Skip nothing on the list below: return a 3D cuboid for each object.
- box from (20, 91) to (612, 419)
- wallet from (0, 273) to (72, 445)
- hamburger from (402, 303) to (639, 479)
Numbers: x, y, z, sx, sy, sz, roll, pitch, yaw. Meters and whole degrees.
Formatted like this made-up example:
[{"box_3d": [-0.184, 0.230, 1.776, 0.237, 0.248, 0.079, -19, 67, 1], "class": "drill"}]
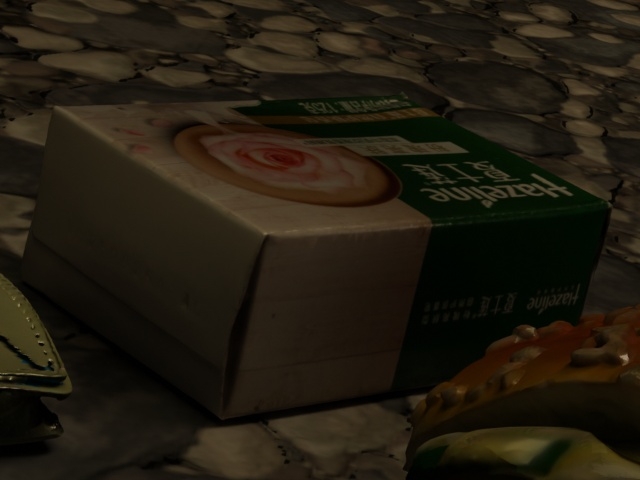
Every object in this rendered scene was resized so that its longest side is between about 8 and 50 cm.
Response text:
[{"box_3d": [0.000, 0.000, 0.792, 0.199, 0.081, 0.135, -8, 28, -42], "class": "box"}, {"box_3d": [-0.168, 0.034, 0.642, 0.155, 0.039, 0.110, -1, 22, -32], "class": "wallet"}, {"box_3d": [0.125, 0.087, 0.502, 0.237, 0.147, 0.237, 4, 10, -1], "class": "hamburger"}]
